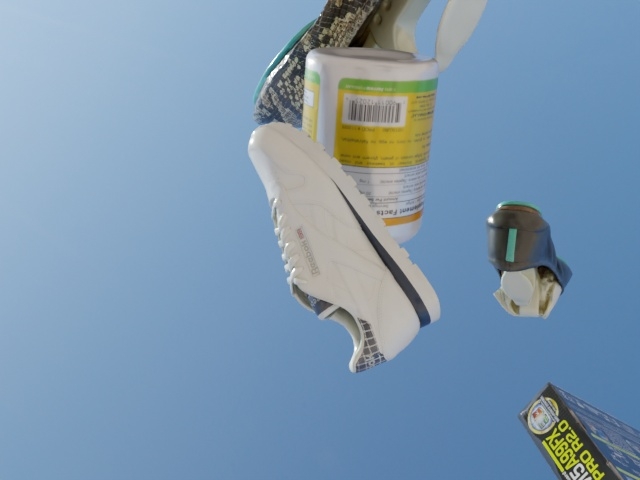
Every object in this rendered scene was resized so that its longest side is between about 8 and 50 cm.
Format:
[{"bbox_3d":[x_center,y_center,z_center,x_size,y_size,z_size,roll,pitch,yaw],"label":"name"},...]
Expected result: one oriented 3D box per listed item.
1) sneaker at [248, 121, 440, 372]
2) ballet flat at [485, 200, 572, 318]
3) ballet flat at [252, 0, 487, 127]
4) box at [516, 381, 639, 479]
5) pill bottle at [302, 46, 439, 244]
[{"bbox_3d":[0.000,0.000,0.669,0.095,0.090,0.235,-36,-102,-10],"label":"sneaker"},{"bbox_3d":[0.255,0.042,0.974,0.095,0.280,0.096,2,-109,27],"label":"ballet flat"},{"bbox_3d":[0.070,-0.245,0.899,0.164,0.483,0.182,-27,-107,-43],"label":"ballet flat"},{"bbox_3d":[0.367,0.287,0.847,0.270,0.060,0.216,29,-162,-26],"label":"box"},{"bbox_3d":[0.045,-0.074,0.820,0.136,0.246,0.136,4,-160,-1],"label":"pill bottle"}]
